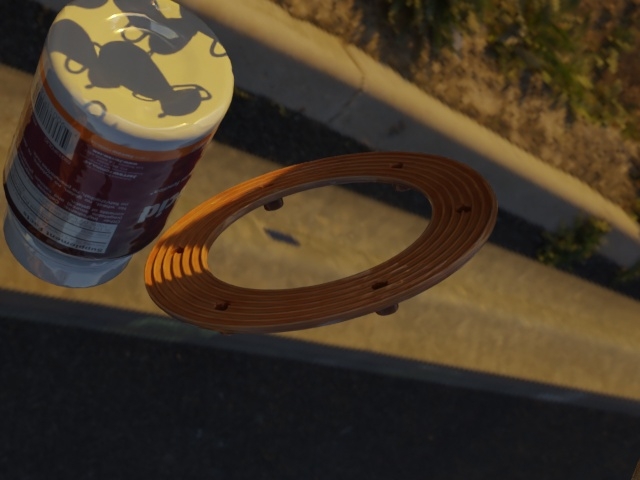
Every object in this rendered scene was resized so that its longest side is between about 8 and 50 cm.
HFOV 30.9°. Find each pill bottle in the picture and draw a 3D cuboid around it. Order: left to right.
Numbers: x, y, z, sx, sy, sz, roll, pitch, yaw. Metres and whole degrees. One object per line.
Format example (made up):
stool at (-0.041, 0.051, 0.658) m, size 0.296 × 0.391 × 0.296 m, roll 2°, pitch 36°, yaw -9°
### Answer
pill bottle at (-0.274, -0.110, 1.466) m, size 0.224 × 0.224 × 0.392 m, roll -11°, pitch 156°, yaw -32°

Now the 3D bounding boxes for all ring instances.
ring at (0.000, 0.000, 1.090) m, size 0.337 × 0.336 × 0.032 m, roll -23°, pitch 117°, yaw -16°

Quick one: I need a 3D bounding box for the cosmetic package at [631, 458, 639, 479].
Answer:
cosmetic package at (0.352, 0.142, 0.713) m, size 0.296 × 0.153 × 0.129 m, roll -38°, pitch 178°, yaw 27°
